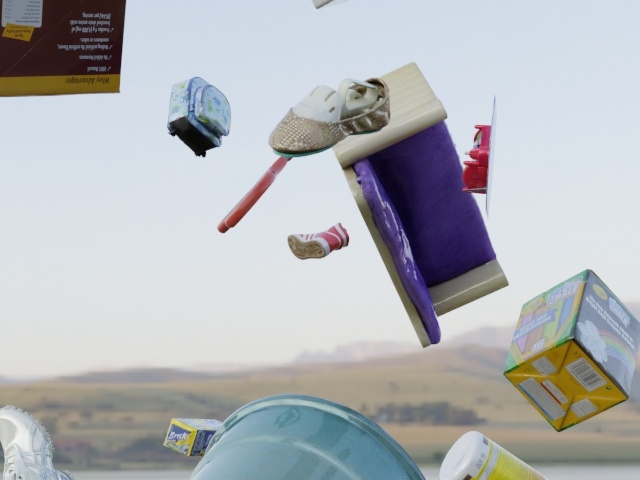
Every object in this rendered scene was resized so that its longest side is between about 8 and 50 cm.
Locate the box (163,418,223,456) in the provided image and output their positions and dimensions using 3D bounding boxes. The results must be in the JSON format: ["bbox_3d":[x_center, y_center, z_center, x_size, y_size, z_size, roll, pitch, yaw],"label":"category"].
[{"bbox_3d":[-0.218,0.362,2.448,0.059,0.054,0.169,19,-1,24],"label":"box"}]

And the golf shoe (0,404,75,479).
[{"bbox_3d":[-0.392,0.299,1.762,0.086,0.176,0.069,-19,-23,-52],"label":"golf shoe"}]

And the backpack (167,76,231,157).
[{"bbox_3d":[-0.203,-0.219,2.260,0.084,0.114,0.105,-20,-36,25],"label":"backpack"}]

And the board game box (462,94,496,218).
[{"bbox_3d":[0.186,-0.097,1.565,0.033,0.133,0.169,4,-4,8],"label":"board game box"}]

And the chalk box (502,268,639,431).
[{"bbox_3d":[0.367,0.142,1.912,0.132,0.213,0.132,46,-53,-13],"label":"chalk box"}]

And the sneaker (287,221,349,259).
[{"bbox_3d":[0.000,0.000,2.067,0.067,0.042,0.118,-26,17,-27],"label":"sneaker"}]

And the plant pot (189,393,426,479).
[{"bbox_3d":[-0.075,0.404,1.566,0.341,0.341,0.334,-6,16,29],"label":"plant pot"}]

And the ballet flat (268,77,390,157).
[{"bbox_3d":[0.012,-0.143,1.468,0.073,0.067,0.206,21,25,25],"label":"ballet flat"}]

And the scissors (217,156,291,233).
[{"bbox_3d":[-0.050,-0.113,1.879,0.021,0.297,0.109,43,-29,-3],"label":"scissors"}]

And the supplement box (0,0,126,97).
[{"bbox_3d":[-0.311,-0.254,1.376,0.129,0.194,0.191,17,17,36],"label":"supplement box"}]

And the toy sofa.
[{"bbox_3d":[0.134,-0.035,1.742,0.150,0.177,0.362,-25,-45,2],"label":"toy sofa"}]

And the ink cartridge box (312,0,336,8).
[{"bbox_3d":[0.079,-0.375,1.662,0.203,0.086,0.148,-27,4,18],"label":"ink cartridge box"}]

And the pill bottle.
[{"bbox_3d":[0.326,0.441,2.368,0.215,0.117,0.117,34,-17,-9],"label":"pill bottle"}]
